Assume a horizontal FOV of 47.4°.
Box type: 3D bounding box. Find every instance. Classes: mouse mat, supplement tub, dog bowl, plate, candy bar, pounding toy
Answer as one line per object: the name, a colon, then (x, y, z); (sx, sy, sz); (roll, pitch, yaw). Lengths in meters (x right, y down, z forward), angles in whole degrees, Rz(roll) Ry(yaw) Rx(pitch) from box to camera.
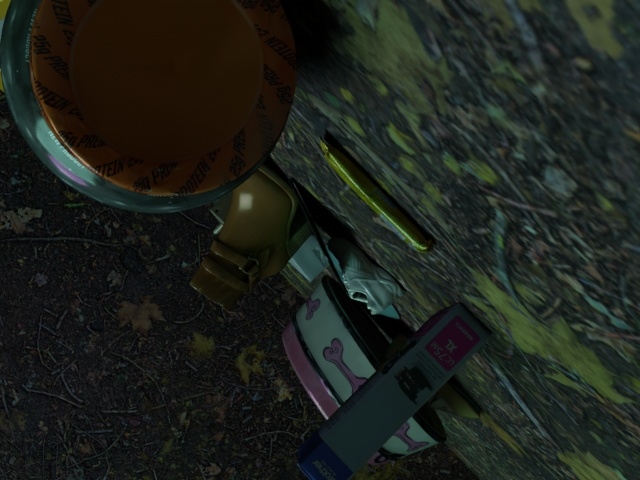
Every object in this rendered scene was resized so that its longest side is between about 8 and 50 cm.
mouse mat: (0.000, 0.000, 1.126); (0.153, 0.007, 0.190); (65, -178, 24)
supplement tub: (-0.146, -0.136, 0.598); (0.207, 0.207, 0.338); (48, 172, -20)
dog bowl: (0.078, 0.276, 1.492); (0.408, 0.150, 0.408); (52, -175, -7)
plate: (0.069, 0.081, 1.316); (0.188, 0.024, 0.188); (46, 173, 7)
candy bar: (0.053, -0.044, 0.728); (0.161, 0.018, 0.040); (45, 176, 3)
pounding toy: (-0.138, -0.050, 1.339); (0.100, 0.130, 0.141); (43, 173, 19)

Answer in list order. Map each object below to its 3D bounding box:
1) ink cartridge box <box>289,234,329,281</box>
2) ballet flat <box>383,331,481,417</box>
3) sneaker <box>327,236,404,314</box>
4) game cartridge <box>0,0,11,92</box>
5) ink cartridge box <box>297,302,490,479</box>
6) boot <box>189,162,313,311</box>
ink cartridge box: (-0.060, -0.002, 1.430); (0.150, 0.063, 0.109); (40, 171, 41)
ballet flat: (0.209, 0.276, 1.397); (0.232, 0.073, 0.080); (46, 171, -7)
sneaker: (0.053, 0.049, 1.084); (0.152, 0.061, 0.054); (42, 174, 35)
game cartridge: (-0.283, -0.216, 0.909); (0.323, 0.053, 0.285); (-6, 137, 39)
ink cartridge box: (0.065, 0.209, 0.895); (0.065, 0.311, 0.186); (43, 172, 7)
boot: (-0.139, -0.014, 1.182); (0.109, 0.220, 0.283); (42, 172, 29)
